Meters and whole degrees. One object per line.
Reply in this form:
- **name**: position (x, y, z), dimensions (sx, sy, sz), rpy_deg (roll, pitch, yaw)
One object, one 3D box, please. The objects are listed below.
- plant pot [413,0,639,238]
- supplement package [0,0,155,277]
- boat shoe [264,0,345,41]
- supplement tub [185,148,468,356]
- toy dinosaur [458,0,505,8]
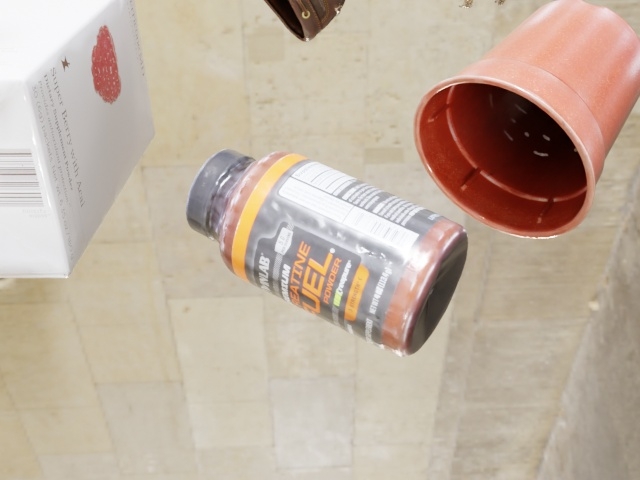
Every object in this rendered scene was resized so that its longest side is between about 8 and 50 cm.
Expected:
- **plant pot**: position (0.316, -0.191, 1.264), dimensions (0.265, 0.272, 0.272), rpy_deg (-48, -24, -29)
- **supplement package**: position (-0.278, -0.115, 0.809), dimensions (0.293, 0.176, 0.177), rpy_deg (-81, -11, -59)
- **boat shoe**: position (-0.059, -0.251, 0.732), dimensions (0.073, 0.207, 0.073), rpy_deg (-51, 25, -2)
- **supplement tub**: position (0.000, 0.000, 0.654), dimensions (0.106, 0.198, 0.106), rpy_deg (-51, -25, -35)
- **toy dinosaur**: position (0.135, -0.278, 0.814), dimensions (0.183, 0.053, 0.092), rpy_deg (54, 145, 17)
